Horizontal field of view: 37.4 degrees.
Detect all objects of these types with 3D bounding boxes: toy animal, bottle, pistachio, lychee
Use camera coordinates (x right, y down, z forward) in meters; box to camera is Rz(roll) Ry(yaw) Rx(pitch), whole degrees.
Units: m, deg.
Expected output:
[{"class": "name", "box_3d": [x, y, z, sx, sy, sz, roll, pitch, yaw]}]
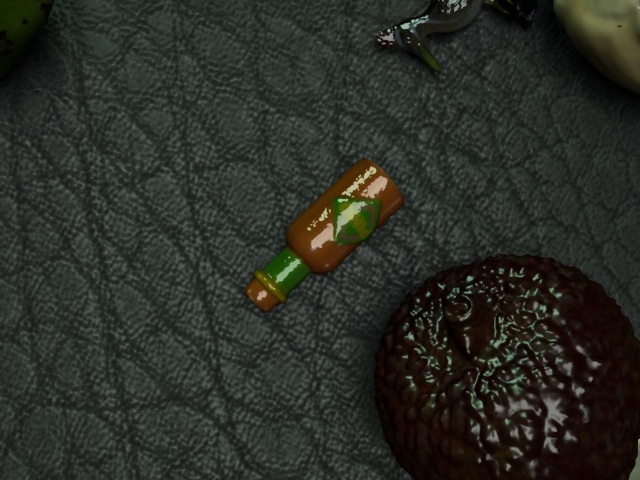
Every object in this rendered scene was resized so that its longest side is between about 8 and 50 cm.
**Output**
[{"class": "toy animal", "box_3d": [0.151, -0.253, 1.008, 0.202, 0.070, 0.105, -30, 76, -3]}, {"class": "bottle", "box_3d": [0.000, 0.000, 0.967, 0.187, 0.069, 0.069, -44, 90, -5]}, {"class": "pistachio", "box_3d": [0.390, -0.227, 0.962, 0.318, 0.214, 0.193, 23, 128, -12]}, {"class": "lychee", "box_3d": [0.179, 0.143, 0.890, 0.261, 0.260, 0.260, 0, 86, -5]}]

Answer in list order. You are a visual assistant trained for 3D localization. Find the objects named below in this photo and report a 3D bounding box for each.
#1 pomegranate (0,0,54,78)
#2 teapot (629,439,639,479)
[{"class": "pomegranate", "box_3d": [-0.353, -0.272, 0.909, 0.214, 0.214, 0.248, 16, 53, -3]}, {"class": "teapot", "box_3d": [0.294, 0.285, 0.971, 0.107, 0.077, 0.200, 25, 84, -22]}]
